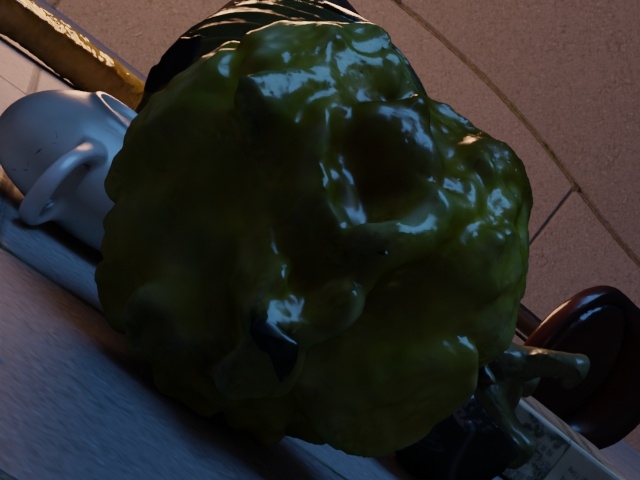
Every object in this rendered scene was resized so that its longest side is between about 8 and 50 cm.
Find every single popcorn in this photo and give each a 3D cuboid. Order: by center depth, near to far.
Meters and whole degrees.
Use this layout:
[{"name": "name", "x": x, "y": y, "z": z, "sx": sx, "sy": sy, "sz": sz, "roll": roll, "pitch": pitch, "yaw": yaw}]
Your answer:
[{"name": "popcorn", "x": -0.007, "y": 0.003, "z": 1.040, "sx": 0.249, "sy": 0.249, "sz": 0.225, "roll": 39, "pitch": 20, "yaw": 16}]

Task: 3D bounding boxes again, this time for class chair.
[{"name": "chair", "x": 0.227, "y": 0.080, "z": 2.336, "sx": 0.401, "sy": 0.226, "sz": 0.226, "roll": 41, "pitch": 4, "yaw": 31}]

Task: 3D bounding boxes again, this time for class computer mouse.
[{"name": "computer mouse", "x": 0.080, "y": 0.136, "z": 1.403, "sx": 0.126, "sy": 0.071, "sz": 0.231, "roll": 52, "pitch": -6, "yaw": 10}]

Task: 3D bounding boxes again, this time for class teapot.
[{"name": "teapot", "x": -0.153, "y": -0.045, "z": 1.254, "sx": 0.145, "sy": 0.092, "sz": 0.226, "roll": 37, "pitch": 7, "yaw": 5}]

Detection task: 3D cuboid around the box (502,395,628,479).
[{"name": "box", "x": 0.174, "y": 0.175, "z": 1.805, "sx": 0.256, "sy": 0.069, "sz": 0.164, "roll": 38, "pitch": 3, "yaw": -13}]

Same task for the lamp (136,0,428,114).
[{"name": "lamp", "x": -0.043, "y": -0.053, "z": 1.443, "sx": 0.250, "sy": 0.250, "sz": 0.284, "roll": 38, "pitch": 43, "yaw": 5}]

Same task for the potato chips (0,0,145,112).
[{"name": "potato chips", "x": -0.325, "y": -0.240, "z": 2.220, "sx": 0.407, "sy": 0.057, "sz": 0.080, "roll": 34, "pitch": 9, "yaw": -44}]

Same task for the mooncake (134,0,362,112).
[{"name": "mooncake", "x": -0.069, "y": -0.170, "z": 2.097, "sx": 0.154, "sy": 0.306, "sz": 0.306, "roll": 42, "pitch": 2, "yaw": -20}]

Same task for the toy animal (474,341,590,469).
[{"name": "toy animal", "x": 0.124, "y": 0.121, "z": 1.537, "sx": 0.101, "sy": 0.103, "sz": 0.219, "roll": 31, "pitch": -13, "yaw": -9}]
